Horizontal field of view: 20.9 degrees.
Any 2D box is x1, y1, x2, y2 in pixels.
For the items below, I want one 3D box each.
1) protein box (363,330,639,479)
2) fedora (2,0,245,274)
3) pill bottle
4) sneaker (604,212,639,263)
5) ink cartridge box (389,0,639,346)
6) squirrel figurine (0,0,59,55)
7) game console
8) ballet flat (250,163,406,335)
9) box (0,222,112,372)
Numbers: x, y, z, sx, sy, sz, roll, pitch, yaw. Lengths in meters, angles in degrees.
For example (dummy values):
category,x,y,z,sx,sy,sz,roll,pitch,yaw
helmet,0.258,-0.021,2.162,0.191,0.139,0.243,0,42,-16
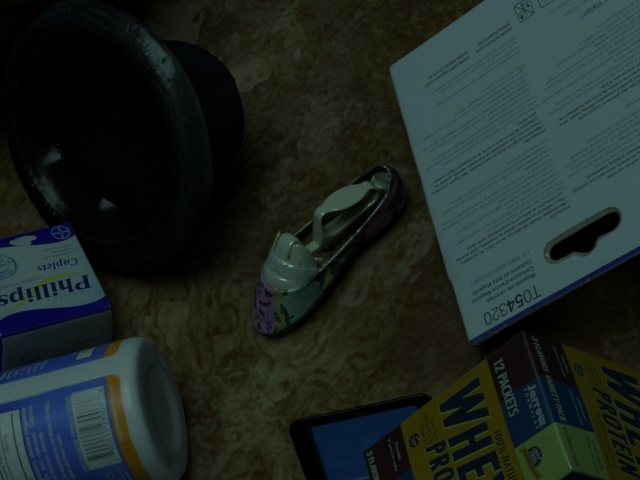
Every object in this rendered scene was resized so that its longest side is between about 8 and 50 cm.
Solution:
category,x,y,z,sx,sy,sz,roll,pitch,yaw
protein box,0.185,0.205,1.475,0.201,0.200,0.136,-41,47,31
fedora,-0.195,-0.123,1.881,0.152,0.334,0.334,-22,43,-41
pill bottle,-0.282,0.199,1.727,0.272,0.152,0.152,-15,54,11
sneaker,0.310,-0.059,1.709,0.293,0.102,0.146,32,91,41
ink cartridge box,0.236,-0.106,1.685,0.324,0.071,0.330,-32,62,35
squirrel figurine,-0.321,-0.351,1.992,0.370,0.281,0.397,-22,6,-38
game console,0.052,0.227,1.626,0.144,0.085,0.124,-13,55,12
ballet flat,0.000,0.000,1.797,0.221,0.079,0.077,-45,55,-11
box,-0.301,0.062,1.843,0.126,0.072,0.137,-15,50,-23
